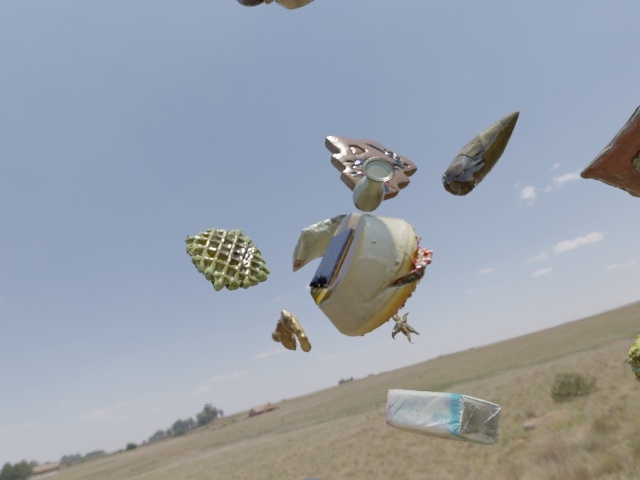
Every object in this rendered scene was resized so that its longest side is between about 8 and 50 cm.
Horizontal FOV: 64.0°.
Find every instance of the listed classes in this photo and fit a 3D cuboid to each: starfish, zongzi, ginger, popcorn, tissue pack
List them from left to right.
[{"bbox_3d":[-0.088,0.264,1.482,0.053,0.176,0.193,-33,36,-32],"label":"ginger"},{"bbox_3d":[0.161,0.169,1.027,0.092,0.086,0.016,-35,-15,-50],"label":"starfish"},{"bbox_3d":[0.349,0.505,1.477,0.202,0.124,0.271,29,-26,-32],"label":"tissue pack"},{"bbox_3d":[0.559,-0.300,1.761,0.286,0.134,0.288,-45,-6,-45],"label":"zongzi"},{"bbox_3d":[0.477,0.176,0.743,0.059,0.068,0.083,-43,-9,-15],"label":"popcorn"}]

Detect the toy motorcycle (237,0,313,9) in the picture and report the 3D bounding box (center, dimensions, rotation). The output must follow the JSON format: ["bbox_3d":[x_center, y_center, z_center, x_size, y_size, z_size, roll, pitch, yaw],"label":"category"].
[{"bbox_3d":[-0.025,-0.627,1.146,0.340,0.223,0.107,-50,-31,-12],"label":"toy motorcycle"}]

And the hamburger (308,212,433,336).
[{"bbox_3d":[0.085,0.059,0.924,0.152,0.227,0.295,30,3,-12],"label":"hamburger"}]

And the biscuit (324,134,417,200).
[{"bbox_3d":[0.144,-0.197,1.406,0.279,0.301,0.043,15,-51,-10],"label":"biscuit"}]

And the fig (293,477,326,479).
[{"bbox_3d":[-0.033,0.369,0.635,0.152,0.151,0.259,-17,-33,7],"label":"fig"}]

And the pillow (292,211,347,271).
[{"bbox_3d":[0.000,0.000,1.387,0.229,0.051,0.128,-26,-42,-53],"label":"pillow"}]

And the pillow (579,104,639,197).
[{"bbox_3d":[0.599,-0.154,0.938,0.179,0.075,0.171,15,-50,-20],"label":"pillow"}]

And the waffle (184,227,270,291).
[{"bbox_3d":[-0.234,0.044,1.314,0.208,0.214,0.054,-6,-43,-49],"label":"waffle"}]

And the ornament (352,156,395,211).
[{"bbox_3d":[0.117,-0.123,1.169,0.075,0.081,0.156,14,-25,1],"label":"ornament"}]
